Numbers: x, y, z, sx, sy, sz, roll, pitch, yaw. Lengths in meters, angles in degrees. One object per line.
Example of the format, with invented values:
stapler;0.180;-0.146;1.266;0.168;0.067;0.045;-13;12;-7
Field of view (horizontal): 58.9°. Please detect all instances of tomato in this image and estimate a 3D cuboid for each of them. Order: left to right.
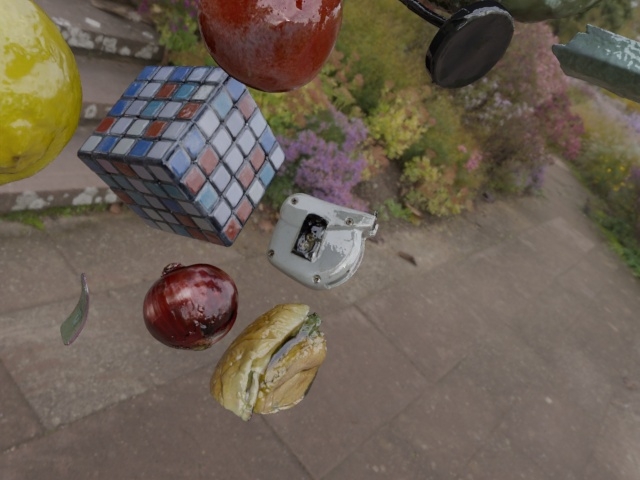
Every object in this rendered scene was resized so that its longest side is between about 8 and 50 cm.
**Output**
tomato;-0.057;-0.252;0.649;0.167;0.167;0.167;25;26;-13

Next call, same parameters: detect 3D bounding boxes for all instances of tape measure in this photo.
tape measure;0.000;0.000;1.541;0.258;0.265;0.130;18;-11;14

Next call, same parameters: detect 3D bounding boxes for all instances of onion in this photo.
onion;-0.171;0.086;0.752;0.131;0.131;0.131;25;26;-13

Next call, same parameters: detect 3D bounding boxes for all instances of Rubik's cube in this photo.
Rubik's cube;-0.301;-0.195;1.287;0.286;0.293;0.292;11;-31;33

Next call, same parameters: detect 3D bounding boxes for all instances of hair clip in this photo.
hair clip;-0.408;0.116;0.954;0.022;0.137;0.054;9;32;-38

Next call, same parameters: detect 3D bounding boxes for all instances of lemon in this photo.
lemon;-0.537;-0.243;0.849;0.347;0.348;0.348;25;26;-13

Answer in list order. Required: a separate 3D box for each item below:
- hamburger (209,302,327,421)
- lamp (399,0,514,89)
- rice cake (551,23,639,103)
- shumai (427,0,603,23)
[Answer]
hamburger;-0.088;0.171;0.847;0.135;0.155;0.207;25;11;22
lamp;0.080;-0.307;0.765;0.371;0.109;0.130;39;11;35
rice cake;0.423;-0.229;0.771;0.206;0.063;0.069;38;-10;35
shumai;0.235;-0.488;0.664;0.398;0.324;0.323;58;-2;33
